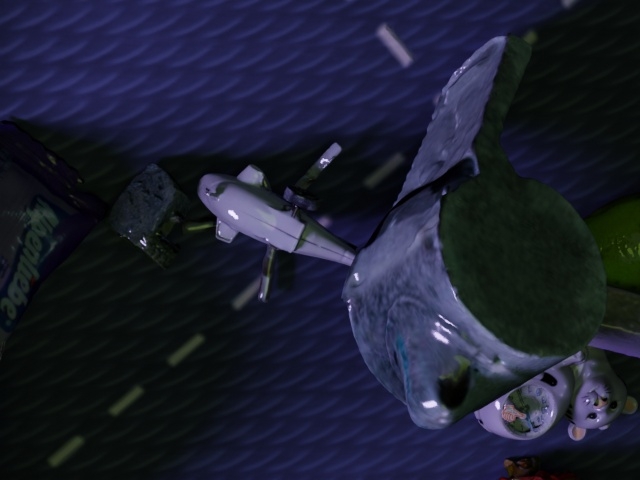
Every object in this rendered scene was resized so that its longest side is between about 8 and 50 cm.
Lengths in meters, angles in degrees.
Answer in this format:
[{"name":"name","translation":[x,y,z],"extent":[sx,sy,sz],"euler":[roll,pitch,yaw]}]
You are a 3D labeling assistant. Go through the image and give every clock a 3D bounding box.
[{"name":"clock","translation":[0.254,0.171,1.553],"extent":[0.176,0.080,0.117],"euler":[-21,105,-5]}]

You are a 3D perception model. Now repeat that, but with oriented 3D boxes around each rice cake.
[{"name":"rice cake","translation":[0.279,0.073,1.492],"extent":[0.399,0.070,0.064],"euler":[14,65,6]}]

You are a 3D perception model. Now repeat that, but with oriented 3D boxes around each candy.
[{"name":"candy","translation":[-0.316,0.009,1.372],"extent":[0.145,0.275,0.070],"euler":[41,137,-16]}]

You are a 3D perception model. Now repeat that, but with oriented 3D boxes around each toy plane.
[{"name":"toy plane","translation":[-0.004,0.011,1.444],"extent":[0.273,0.107,0.182],"euler":[45,102,6]}]

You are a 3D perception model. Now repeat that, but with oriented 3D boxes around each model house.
[{"name":"model house","translation":[-0.167,-0.026,1.453],"extent":[0.083,0.078,0.066],"euler":[-53,148,-7]}]

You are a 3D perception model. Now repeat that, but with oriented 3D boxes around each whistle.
[{"name":"whistle","translation":[0.133,-0.014,1.356],"extent":[0.188,0.168,0.405],"euler":[5,62,-29]}]

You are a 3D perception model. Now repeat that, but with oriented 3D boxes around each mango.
[{"name":"mango","translation":[0.343,0.009,1.524],"extent":[0.178,0.100,0.119],"euler":[-15,108,5]}]

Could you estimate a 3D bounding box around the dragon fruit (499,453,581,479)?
[{"name":"dragon fruit","translation":[0.248,0.343,1.546],"extent":[0.172,0.172,0.210],"euler":[-6,89,-7]}]
